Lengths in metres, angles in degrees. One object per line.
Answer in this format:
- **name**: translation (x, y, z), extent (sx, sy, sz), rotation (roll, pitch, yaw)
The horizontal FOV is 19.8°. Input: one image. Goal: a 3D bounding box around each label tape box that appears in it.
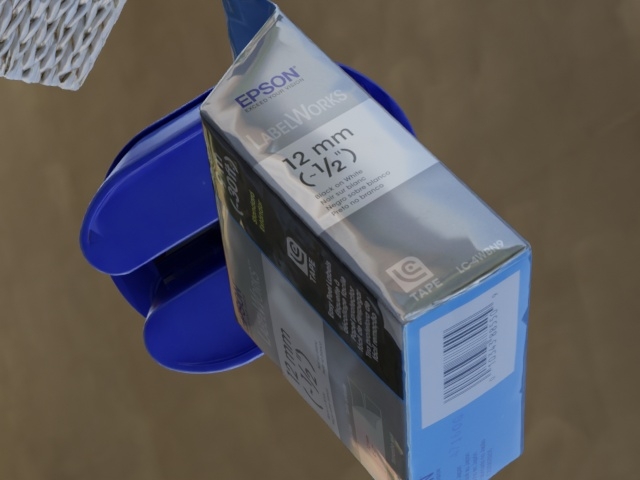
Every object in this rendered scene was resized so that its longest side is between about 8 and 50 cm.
- **label tape box**: translation (0.000, 0.000, 1.307), extent (0.348, 0.115, 0.249), rotation (44, -23, 32)

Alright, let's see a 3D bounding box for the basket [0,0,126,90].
- **basket**: translation (-0.374, -0.392, 2.073), extent (0.328, 0.266, 0.331), rotation (48, -62, 38)

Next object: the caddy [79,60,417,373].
- **caddy**: translation (-0.066, -0.027, 1.757), extent (0.341, 0.179, 0.241), rotation (-30, -81, 15)
